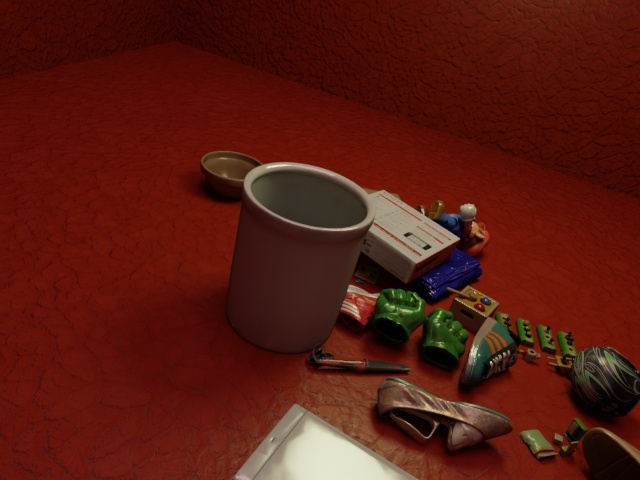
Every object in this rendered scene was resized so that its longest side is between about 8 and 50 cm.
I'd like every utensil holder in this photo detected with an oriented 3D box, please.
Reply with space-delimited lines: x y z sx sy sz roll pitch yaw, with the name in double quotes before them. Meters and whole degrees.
"utensil holder" -0.069 0.045 1.392 0.327 0.386 0.328 12 31 -7

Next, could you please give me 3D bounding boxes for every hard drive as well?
"hard drive" 0.036 0.486 1.055 0.353 0.047 0.233 27 33 18

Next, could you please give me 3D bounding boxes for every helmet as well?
"helmet" 0.755 0.370 1.458 0.161 0.169 0.169 39 34 4

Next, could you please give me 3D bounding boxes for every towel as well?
"towel" 0.386 0.083 1.839 0.308 0.076 0.227 -17 44 -42

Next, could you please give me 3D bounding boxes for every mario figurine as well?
"mario figurine" 0.497 -0.070 1.993 0.320 0.170 0.198 24 14 -30

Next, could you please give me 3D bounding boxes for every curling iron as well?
"curling iron" 0.101 0.306 1.385 0.273 0.035 0.068 9 32 -10

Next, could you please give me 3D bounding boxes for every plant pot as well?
"plant pot" -0.323 -0.229 1.988 0.237 0.110 0.237 12 31 -8

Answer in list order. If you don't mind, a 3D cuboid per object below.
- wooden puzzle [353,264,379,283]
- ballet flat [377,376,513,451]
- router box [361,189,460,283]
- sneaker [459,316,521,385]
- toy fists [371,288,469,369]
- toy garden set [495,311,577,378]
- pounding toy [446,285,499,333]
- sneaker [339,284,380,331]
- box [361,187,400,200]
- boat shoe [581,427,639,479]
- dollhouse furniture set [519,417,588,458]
"wooden puzzle" 0.149 0.107 1.752 0.078 0.014 0.116 17 31 2
"ballet flat" 0.276 0.417 1.247 0.315 0.108 0.106 16 50 10
"router box" 0.241 -0.026 1.776 0.335 0.082 0.301 37 35 26
"sneaker" 0.471 0.309 1.480 0.121 0.108 0.302 24 30 22
"toy fists" 0.276 0.225 1.482 0.279 0.096 0.142 28 42 0
"toy garden set" 0.657 0.304 1.629 0.244 0.049 0.204 17 31 3
"pounding toy" 0.454 0.195 1.662 0.141 0.100 0.130 32 34 25
"sneaker" 0.147 0.214 1.543 0.221 0.087 0.128 13 49 -8
"box" 0.237 -0.159 2.217 0.201 0.021 0.164 9 31 -12
"boat shoe" 0.735 0.557 1.201 0.110 0.122 0.341 -9 48 -42
"dollhouse furniture set" 0.566 0.471 1.308 0.151 0.059 0.076 2 33 -22
